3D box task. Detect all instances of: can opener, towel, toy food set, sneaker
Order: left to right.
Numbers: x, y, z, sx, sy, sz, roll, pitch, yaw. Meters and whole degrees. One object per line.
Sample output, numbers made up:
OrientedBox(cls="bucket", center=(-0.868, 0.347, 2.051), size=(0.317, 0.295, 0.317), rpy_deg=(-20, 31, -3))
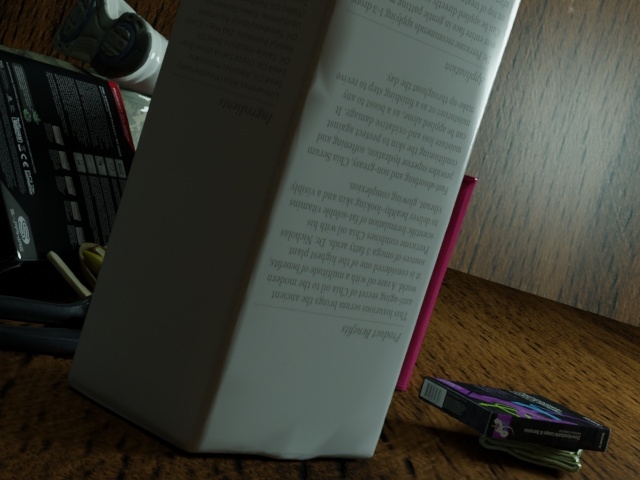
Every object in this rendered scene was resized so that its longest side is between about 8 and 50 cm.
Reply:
OrientedBox(cls="can opener", center=(-0.231, 0.076, 1.207), size=(0.186, 0.073, 0.059), rpy_deg=(7, 50, -53))
OrientedBox(cls="sneaker", center=(-0.258, -0.249, 1.837), size=(0.129, 0.111, 0.297), rpy_deg=(34, 7, -37))
OrientedBox(cls="toy food set", center=(-0.195, 0.044, 1.462), size=(0.132, 0.038, 0.192), rpy_deg=(46, 12, 14))
OrientedBox(cls="towel", center=(0.217, 0.208, 1.443), size=(0.110, 0.027, 0.148), rpy_deg=(18, 5, 11))

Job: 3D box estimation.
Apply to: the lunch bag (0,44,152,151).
OrientedBox(cls="lunch bag", center=(-0.351, -0.116, 1.836), size=(0.287, 0.235, 0.169), rpy_deg=(15, 9, -41))

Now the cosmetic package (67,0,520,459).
OrientedBox(cls="cosmetic package", center=(-0.012, -0.064, 1.122), size=(0.161, 0.453, 0.230), rpy_deg=(21, 5, 40))

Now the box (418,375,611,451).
OrientedBox(cls="box", center=(0.196, 0.175, 1.411), size=(0.162, 0.029, 0.116), rpy_deg=(14, 5, -33))

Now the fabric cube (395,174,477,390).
OrientedBox(cls="fabric cube", center=(0.000, 0.000, 1.658), size=(0.254, 0.258, 0.259), rpy_deg=(18, 4, -14))

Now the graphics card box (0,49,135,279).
OrientedBox(cls="graphics card box", center=(-0.307, -0.075, 1.537), size=(0.094, 0.233, 0.371), rpy_deg=(-15, -4, 14))
